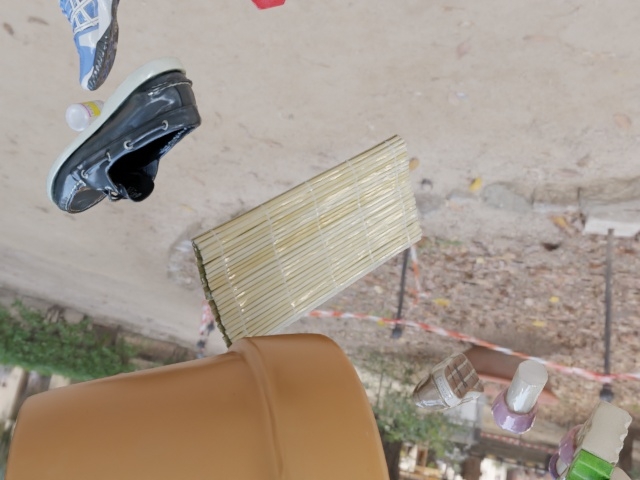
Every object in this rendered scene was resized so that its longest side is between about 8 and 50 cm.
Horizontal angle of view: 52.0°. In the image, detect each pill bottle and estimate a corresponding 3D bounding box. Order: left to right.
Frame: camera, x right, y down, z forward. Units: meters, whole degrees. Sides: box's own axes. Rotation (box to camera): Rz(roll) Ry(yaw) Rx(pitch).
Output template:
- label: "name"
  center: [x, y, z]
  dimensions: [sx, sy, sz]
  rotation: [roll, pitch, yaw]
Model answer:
- label: "pill bottle"
  center: [-0.371, -0.205, 1.068]
  dimensions: [0.043, 0.044, 0.083]
  rotation: [6, -161, 19]

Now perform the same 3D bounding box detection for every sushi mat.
- label: "sushi mat"
  center: [0.000, 0.000, 0.785]
  dimensions: [0.316, 0.152, 0.019]
  rotation: [-30, -152, -29]

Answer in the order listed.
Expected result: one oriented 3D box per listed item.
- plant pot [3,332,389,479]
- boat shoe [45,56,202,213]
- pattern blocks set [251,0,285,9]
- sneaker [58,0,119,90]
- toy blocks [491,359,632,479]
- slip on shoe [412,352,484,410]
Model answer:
- label: "plant pot"
  center: [-0.099, 0.204, 0.437]
  dimensions: [0.203, 0.291, 0.291]
  rotation: [5, 168, -19]
- label: "boat shoe"
  center: [-0.278, -0.112, 0.941]
  dimensions: [0.340, 0.113, 0.127]
  rotation: [-37, 175, 31]
- label: "pattern blocks set"
  center: [-0.034, -0.381, 0.502]
  dimensions: [0.285, 0.325, 0.026]
  rotation: [33, -163, -32]
- label: "sneaker"
  center: [-0.356, -0.339, 1.010]
  dimensions: [0.081, 0.211, 0.080]
  rotation: [6, -172, -10]
- label: "toy blocks"
  center: [0.331, 0.385, 0.882]
  dimensions: [0.308, 0.289, 0.260]
  rotation: [25, 142, 20]
- label: "slip on shoe"
  center: [0.133, 0.150, 0.676]
  dimensions: [0.041, 0.051, 0.135]
  rotation: [-33, 166, 20]
